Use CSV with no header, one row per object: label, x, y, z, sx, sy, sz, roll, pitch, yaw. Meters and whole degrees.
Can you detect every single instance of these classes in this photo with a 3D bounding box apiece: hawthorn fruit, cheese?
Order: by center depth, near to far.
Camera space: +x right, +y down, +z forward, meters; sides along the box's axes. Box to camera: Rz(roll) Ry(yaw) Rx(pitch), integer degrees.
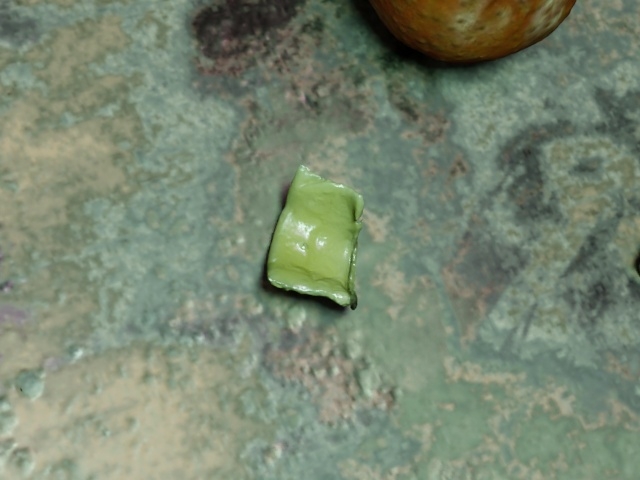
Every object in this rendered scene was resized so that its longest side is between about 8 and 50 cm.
cheese,0.000,-0.001,1.055,0.060,0.041,0.084,13,75,-6
hawthorn fruit,0.107,-0.220,1.096,0.179,0.200,0.179,11,60,-19

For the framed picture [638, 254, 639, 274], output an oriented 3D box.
framed picture,0.413,-0.024,1.117,0.335,0.022,0.247,17,56,28
